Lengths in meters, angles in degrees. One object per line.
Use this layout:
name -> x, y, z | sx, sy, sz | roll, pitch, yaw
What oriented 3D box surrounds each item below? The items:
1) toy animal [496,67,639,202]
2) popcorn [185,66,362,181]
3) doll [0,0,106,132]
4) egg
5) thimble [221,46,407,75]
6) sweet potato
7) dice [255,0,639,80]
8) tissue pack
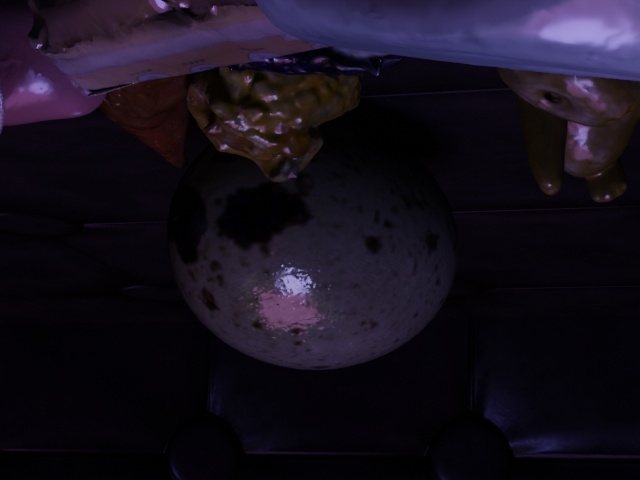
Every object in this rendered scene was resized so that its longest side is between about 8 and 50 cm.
toy animal -> 0.214, -0.144, 1.353 | 0.181, 0.180, 0.363 | -36, 168, 16
popcorn -> -0.044, -0.141, 1.573 | 0.142, 0.173, 0.173 | 37, 169, 7
doll -> -0.320, -0.146, 1.404 | 0.216, 0.284, 0.268 | -4, -165, 11
egg -> 0.000, 0.000, 1.862 | 0.287, 0.288, 0.379 | -10, 175, 42
thimble -> -0.031, -0.214, 1.253 | 0.237, 0.150, 0.237 | 4, 168, 1
sweet potato -> -0.173, -0.160, 1.633 | 0.106, 0.095, 0.354 | 47, 168, 9
dice -> 0.120, -0.217, 0.827 | 0.264, 0.268, 0.262 | 9, -175, 34
tissue pack -> -0.073, -0.220, 1.086 | 0.256, 0.215, 0.123 | -5, 166, 29
